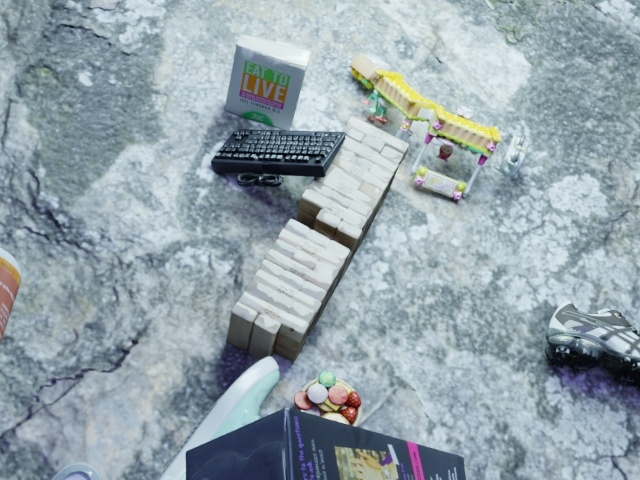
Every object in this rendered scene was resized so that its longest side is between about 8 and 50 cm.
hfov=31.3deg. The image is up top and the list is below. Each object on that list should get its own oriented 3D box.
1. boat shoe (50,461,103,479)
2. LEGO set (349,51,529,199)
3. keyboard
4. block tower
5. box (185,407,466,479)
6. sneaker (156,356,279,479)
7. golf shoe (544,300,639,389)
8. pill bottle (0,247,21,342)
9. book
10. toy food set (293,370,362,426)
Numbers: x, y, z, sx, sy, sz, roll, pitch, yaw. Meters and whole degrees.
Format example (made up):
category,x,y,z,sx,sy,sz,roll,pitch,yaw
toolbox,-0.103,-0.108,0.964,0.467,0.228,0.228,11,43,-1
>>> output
category,x,y,z,sx,sy,sz,roll,pitch,yaw
boat shoe,-0.282,0.335,1.202,0.079,0.081,0.227,18,60,-2
LEGO set,0.141,-0.149,1.584,0.287,0.107,0.132,29,24,11
keyboard,-0.062,-0.110,1.486,0.180,0.023,0.108,4,51,34
block tower,0.000,0.000,1.451,0.091,0.097,0.335,28,60,5
box,0.013,0.286,1.177,0.270,0.165,0.143,23,51,-38
sneaker,-0.084,0.259,1.289,0.151,0.094,0.256,37,54,-1
golf shoe,0.389,0.131,1.462,0.198,0.077,0.094,17,58,-2
pill bottle,-0.422,0.110,1.282,0.121,0.121,0.216,12,58,-4
book,-0.073,-0.210,1.527,0.096,0.144,0.035,16,58,-1
toy food set,0.010,0.201,1.376,0.082,0.020,0.083,34,60,9
